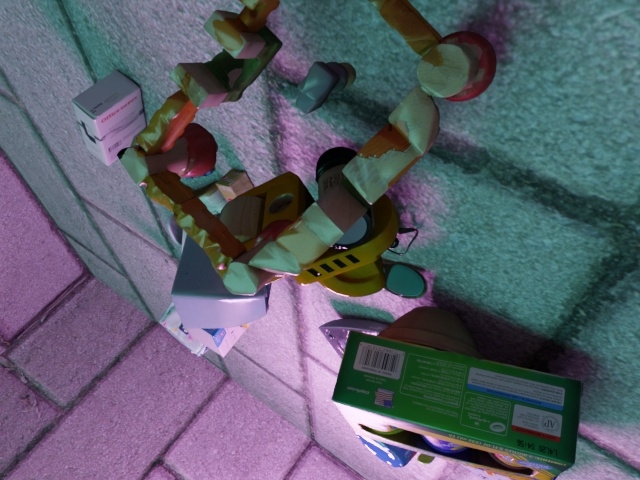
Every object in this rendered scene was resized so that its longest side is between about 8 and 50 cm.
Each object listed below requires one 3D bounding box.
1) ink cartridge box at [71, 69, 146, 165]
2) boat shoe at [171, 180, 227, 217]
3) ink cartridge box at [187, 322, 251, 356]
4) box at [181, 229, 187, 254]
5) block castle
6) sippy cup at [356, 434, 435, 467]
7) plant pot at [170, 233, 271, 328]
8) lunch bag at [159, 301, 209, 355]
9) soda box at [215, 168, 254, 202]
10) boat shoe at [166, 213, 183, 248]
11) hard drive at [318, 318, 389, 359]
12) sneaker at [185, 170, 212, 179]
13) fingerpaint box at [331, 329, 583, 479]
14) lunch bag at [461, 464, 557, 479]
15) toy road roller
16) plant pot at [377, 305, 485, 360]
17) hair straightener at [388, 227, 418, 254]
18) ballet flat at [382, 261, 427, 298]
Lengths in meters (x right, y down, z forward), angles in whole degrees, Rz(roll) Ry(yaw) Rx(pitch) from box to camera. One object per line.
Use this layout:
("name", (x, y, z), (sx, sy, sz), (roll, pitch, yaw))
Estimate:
("ink cartridge box", (-0.545, -0.318, 1.415), (0.087, 0.153, 0.208), (39, 152, 7))
("boat shoe", (-0.342, -0.091, 1.550), (0.096, 0.098, 0.277), (52, 150, -19))
("ink cartridge box", (-0.351, 0.254, 1.933), (0.168, 0.232, 0.171), (27, 150, 23))
("box", (-0.420, 0.051, 1.799), (0.067, 0.063, 0.323), (28, 134, 12))
("block castle", (-0.022, -0.165, 0.725), (0.303, 0.213, 0.453), (46, 118, 1))
("sippy cup", (0.231, 0.530, 1.594), (0.306, 0.224, 0.240), (35, 152, 13))
("plant pot", (-0.273, 0.121, 1.611), (0.253, 0.247, 0.247), (7, 148, 0))
("lunch bag", (-0.463, 0.291, 2.105), (0.223, 0.262, 0.160), (37, 153, 10))
("soda box", (-0.191, -0.093, 1.387), (0.058, 0.061, 0.181), (17, 145, 40))
("boat shoe", (-0.468, -0.003, 1.864), (0.076, 0.083, 0.226), (13, 143, 42))
("hard drive", (0.126, 0.293, 1.541), (0.255, 0.054, 0.172), (-6, 125, 49))
("sneaker", (-0.343, -0.188, 1.447), (0.144, 0.059, 0.053), (10, 137, 45))
("fingerpaint box", (0.279, 0.371, 1.162), (0.446, 0.163, 0.371), (10, 154, 17))
("lunch bag", (0.494, 0.585, 1.459), (0.243, 0.115, 0.303), (32, 153, 14))
("toy road roller", (-0.013, 0.006, 1.013), (0.330, 0.202, 0.240), (-21, 126, 15))
("plant pot", (0.247, 0.217, 1.191), (0.238, 0.109, 0.237), (15, 156, 7))
("hair straightener", (0.113, -0.012, 1.143), (0.231, 0.047, 0.089), (4, 136, 44))
("ballet flat", (0.159, 0.084, 1.209), (0.213, 0.072, 0.068), (16, 171, 41))
